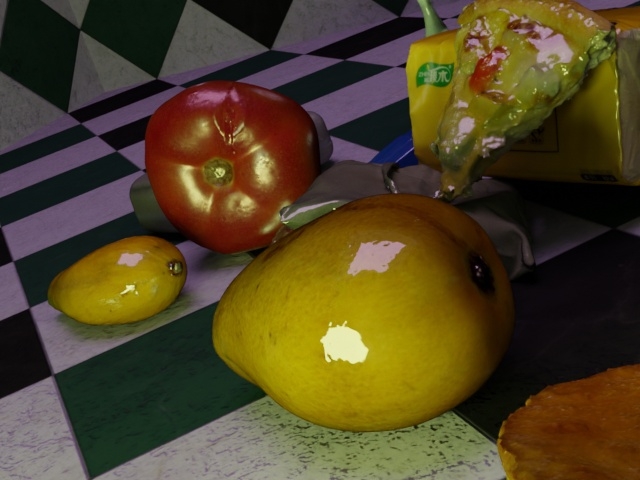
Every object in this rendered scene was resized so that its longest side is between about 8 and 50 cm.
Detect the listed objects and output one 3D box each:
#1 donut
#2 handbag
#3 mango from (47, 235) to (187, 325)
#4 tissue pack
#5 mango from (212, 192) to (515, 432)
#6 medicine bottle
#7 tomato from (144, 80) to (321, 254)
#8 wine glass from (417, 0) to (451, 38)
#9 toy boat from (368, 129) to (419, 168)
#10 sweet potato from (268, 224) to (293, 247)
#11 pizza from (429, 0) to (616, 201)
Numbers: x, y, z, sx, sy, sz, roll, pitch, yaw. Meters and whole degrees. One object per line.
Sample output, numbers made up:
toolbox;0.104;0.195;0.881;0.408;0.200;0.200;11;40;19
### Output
donut;0.264;0.174;0.680;0.302;0.110;0.303;-5;14;1
handbag;0.121;-0.032;1.375;0.315;0.109;0.253;8;20;7
mango;-0.317;0.065;1.605;0.316;0.119;0.176;-12;21;47
tissue pack;0.353;-0.206;1.472;0.293;0.228;0.382;-16;14;-35
mango;0.032;0.073;1.080;0.264;0.221;0.378;-37;17;-34
medicine bottle;-0.166;-0.135;1.986;0.282;0.123;0.375;-1;26;45
tomato;-0.137;-0.123;1.691;0.298;0.299;0.226;-14;16;14
wine glass;0.221;-0.371;1.973;0.143;0.321;0.143;-22;19;8
toy boat;0.157;-0.129;1.740;0.295;0.088;0.129;-33;21;-6
sweet potato;0.000;0.000;1.497;0.109;0.109;0.385;-11;15;22
pizza;0.215;-0.176;1.276;0.280;0.075;0.288;14;75;53
